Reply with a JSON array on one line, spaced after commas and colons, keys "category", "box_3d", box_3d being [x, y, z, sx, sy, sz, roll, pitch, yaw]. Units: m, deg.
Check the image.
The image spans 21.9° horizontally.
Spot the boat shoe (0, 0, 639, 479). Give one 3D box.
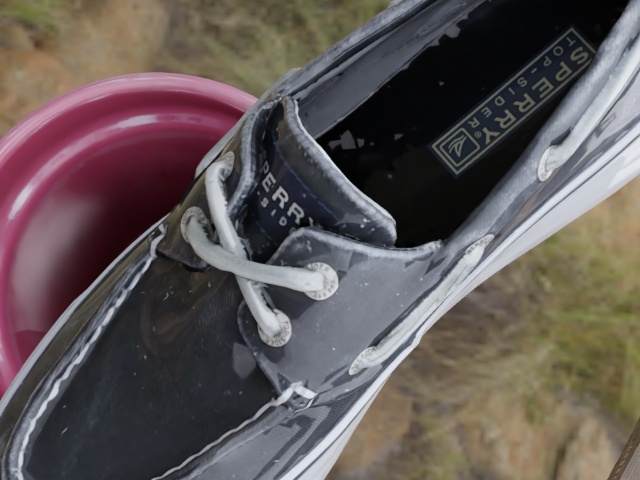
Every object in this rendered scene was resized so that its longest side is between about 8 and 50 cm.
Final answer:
[{"category": "boat shoe", "box_3d": [0.000, 0.000, 0.524, 0.301, 0.108, 0.102, -38, 157, -3]}]

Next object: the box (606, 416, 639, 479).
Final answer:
[{"category": "box", "box_3d": [0.169, 0.106, 0.659, 0.100, 0.060, 0.244, -58, 178, -14]}]

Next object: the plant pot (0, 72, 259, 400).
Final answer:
[{"category": "plant pot", "box_3d": [-0.068, 0.033, 0.828, 0.180, 0.201, 0.201, 54, 45, -80]}]
